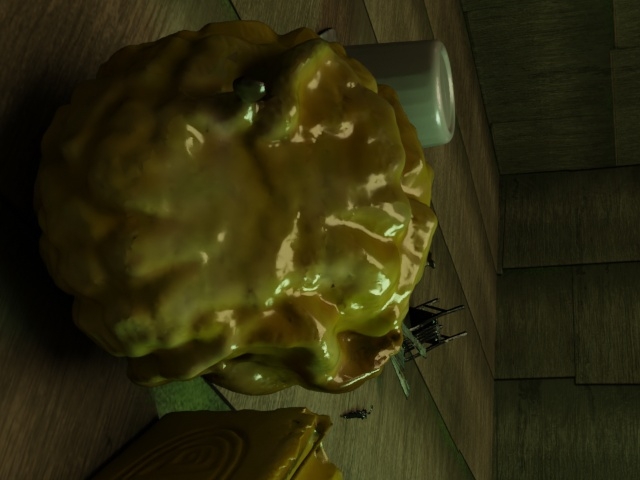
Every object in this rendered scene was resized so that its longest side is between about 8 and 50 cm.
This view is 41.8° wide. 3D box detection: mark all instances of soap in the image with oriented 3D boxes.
[{"bbox_3d":[-0.116,0.245,0.707,0.324,0.204,0.096,-37,118,-68],"label":"soap"}]

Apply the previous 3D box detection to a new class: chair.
[{"bbox_3d":[0.226,0.205,1.919,0.212,0.101,0.084,-18,106,-32],"label":"chair"}]

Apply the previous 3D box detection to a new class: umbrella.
[{"bbox_3d":[0.065,0.314,1.502,0.149,0.022,0.022,6,104,-64],"label":"umbrella"}]

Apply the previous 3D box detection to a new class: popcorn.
[{"bbox_3d":[-0.079,-0.018,0.755,0.381,0.348,0.349,156,-64,-69],"label":"popcorn"}]

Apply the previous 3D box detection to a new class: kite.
[{"bbox_3d":[0.159,0.165,1.731,0.314,0.011,0.335,45,36,-49],"label":"kite"}]

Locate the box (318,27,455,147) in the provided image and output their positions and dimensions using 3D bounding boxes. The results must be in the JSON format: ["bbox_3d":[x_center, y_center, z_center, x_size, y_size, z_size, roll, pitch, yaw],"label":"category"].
[{"bbox_3d":[0.120,-0.232,1.462,0.262,0.206,0.291,56,33,-55],"label":"box"}]

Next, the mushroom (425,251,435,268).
[{"bbox_3d":[0.027,0.050,1.298,0.162,0.173,0.236,66,-34,29],"label":"mushroom"}]
